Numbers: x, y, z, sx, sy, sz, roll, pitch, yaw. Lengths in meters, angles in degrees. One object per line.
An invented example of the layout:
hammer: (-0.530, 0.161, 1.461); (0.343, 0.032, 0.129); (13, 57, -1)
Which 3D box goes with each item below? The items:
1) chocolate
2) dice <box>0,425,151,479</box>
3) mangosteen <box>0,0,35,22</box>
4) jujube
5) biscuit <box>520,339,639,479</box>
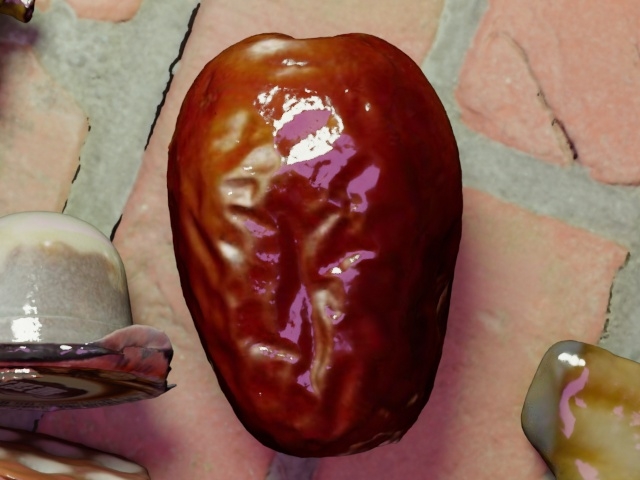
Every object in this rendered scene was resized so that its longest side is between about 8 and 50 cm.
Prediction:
chocolate: (-0.214, 0.050, 1.063); (0.221, 0.221, 0.147); (0, 78, -1)
dice: (-0.232, 0.248, 1.067); (0.174, 0.174, 0.179); (20, 93, -1)
mangosteen: (-0.317, -0.203, 1.057); (0.199, 0.200, 0.200); (0, 93, -1)
jujube: (0.000, 0.000, 1.048); (0.223, 0.223, 0.318); (-4, 97, -1)
biscuit: (0.282, 0.230, 1.131); (0.290, 0.062, 0.237); (19, 92, -2)
